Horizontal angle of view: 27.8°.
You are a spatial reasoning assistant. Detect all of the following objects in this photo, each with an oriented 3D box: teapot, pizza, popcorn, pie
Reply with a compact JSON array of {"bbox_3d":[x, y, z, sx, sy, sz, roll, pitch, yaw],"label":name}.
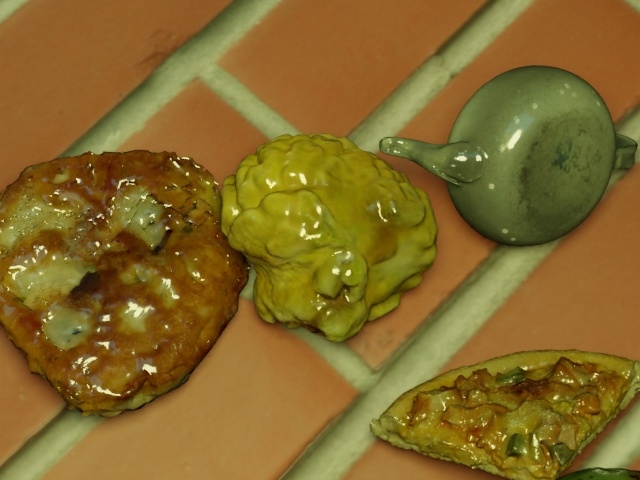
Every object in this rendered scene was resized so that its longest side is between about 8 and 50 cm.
[{"bbox_3d":[0.215,-0.092,1.365,0.294,0.193,0.129,-8,27,-34],"label":"teapot"},{"bbox_3d":[0.194,0.169,1.275,0.292,0.058,0.197,-9,26,0],"label":"pizza"},{"bbox_3d":[0.000,0.000,1.335,0.226,0.203,0.200,1,34,-45],"label":"popcorn"},{"bbox_3d":[-0.220,0.027,1.350,0.308,0.085,0.308,2,65,-4],"label":"pie"}]

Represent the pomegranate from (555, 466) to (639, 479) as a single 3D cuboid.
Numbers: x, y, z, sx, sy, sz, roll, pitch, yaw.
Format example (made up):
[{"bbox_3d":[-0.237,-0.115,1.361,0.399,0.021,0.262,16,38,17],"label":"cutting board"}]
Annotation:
[{"bbox_3d":[0.278,0.325,1.221,0.181,0.181,0.224,-2,89,-3],"label":"pomegranate"}]
